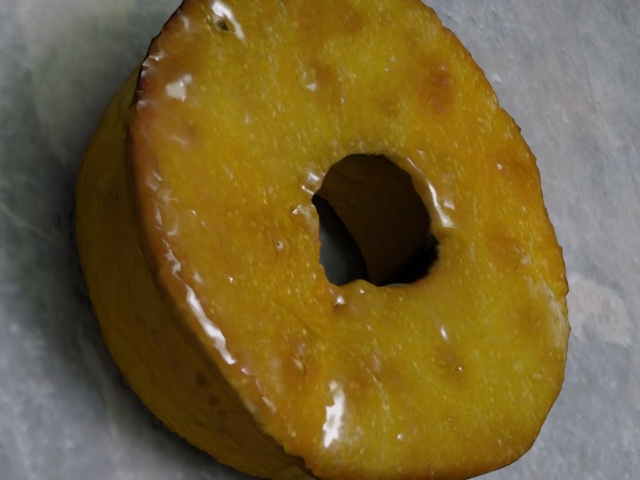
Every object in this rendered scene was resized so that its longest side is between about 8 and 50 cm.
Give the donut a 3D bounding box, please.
[{"bbox_3d":[0.000,0.000,0.723,0.303,0.110,0.302,21,58,-38],"label":"donut"}]
